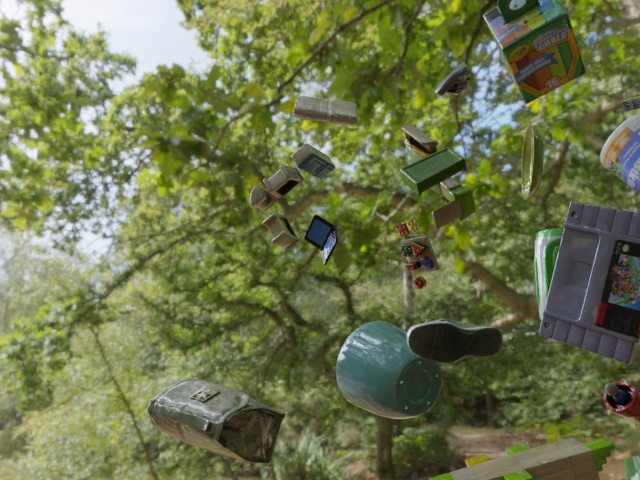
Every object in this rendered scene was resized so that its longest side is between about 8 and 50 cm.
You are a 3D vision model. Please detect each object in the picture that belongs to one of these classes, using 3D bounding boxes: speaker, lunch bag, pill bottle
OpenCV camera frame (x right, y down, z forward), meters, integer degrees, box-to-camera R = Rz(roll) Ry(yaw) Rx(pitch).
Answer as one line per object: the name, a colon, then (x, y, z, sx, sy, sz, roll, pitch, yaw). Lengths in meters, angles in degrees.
speaker: (0.732, 0.117, 1.773, 0.131, 0.296, 0.131, 0, -12, 0)
lunch bag: (-0.271, 0.463, 1.495, 0.236, 0.168, 0.287, 7, -19, 29)
pill bottle: (0.771, -0.149, 1.264, 0.153, 0.272, 0.152, -20, -41, -18)

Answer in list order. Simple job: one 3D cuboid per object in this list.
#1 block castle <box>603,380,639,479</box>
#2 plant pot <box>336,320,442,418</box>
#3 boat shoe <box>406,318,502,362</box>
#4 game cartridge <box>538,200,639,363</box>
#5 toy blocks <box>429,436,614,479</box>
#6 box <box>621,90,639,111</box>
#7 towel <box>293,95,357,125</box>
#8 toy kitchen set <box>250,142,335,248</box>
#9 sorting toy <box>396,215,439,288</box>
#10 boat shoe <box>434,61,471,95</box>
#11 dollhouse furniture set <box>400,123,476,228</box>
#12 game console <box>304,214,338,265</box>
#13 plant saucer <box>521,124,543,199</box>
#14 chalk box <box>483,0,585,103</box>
block castle: (0.778, 0.491, 1.231, 0.213, 0.453, 0.303, 35, -42, -16)
plant pot: (0.232, 0.418, 1.795, 0.293, 0.292, 0.235, 10, 1, -30)
boat shoe: (0.384, 0.290, 1.700, 0.321, 0.118, 0.103, 2, 3, -24)
game cartridge: (0.685, 0.097, 1.401, 0.068, 0.354, 0.230, 2, 11, -45)
toy blocks: (0.460, 0.599, 1.233, 0.382, 0.260, 0.191, -16, -3, 0)
box: (1.145, -0.495, 1.919, 0.184, 0.045, 0.191, -31, 13, -25)
towel: (0.020, -0.394, 1.727, 0.187, 0.049, 0.282, 7, 20, -1)
toy kitchen set: (-0.046, -0.102, 1.435, 0.207, 0.166, 0.122, -38, -23, 18)
sorting toy: (0.351, 0.050, 2.112, 0.046, 0.274, 0.132, -25, 8, -37)
boat shoe: (0.429, -0.500, 1.822, 0.066, 0.183, 0.066, 48, -32, -6)
dollhouse furniture set: (0.289, -0.184, 1.662, 0.151, 0.301, 0.197, -28, -52, -5)
game console: (0.000, 0.000, 2.102, 0.085, 0.124, 0.144, 10, -43, -15)
plant saucer: (0.679, -0.249, 1.842, 0.037, 0.240, 0.241, 3, -15, 11)
chalk box: (0.572, -0.556, 1.564, 0.180, 0.179, 0.289, -27, -41, 22)
